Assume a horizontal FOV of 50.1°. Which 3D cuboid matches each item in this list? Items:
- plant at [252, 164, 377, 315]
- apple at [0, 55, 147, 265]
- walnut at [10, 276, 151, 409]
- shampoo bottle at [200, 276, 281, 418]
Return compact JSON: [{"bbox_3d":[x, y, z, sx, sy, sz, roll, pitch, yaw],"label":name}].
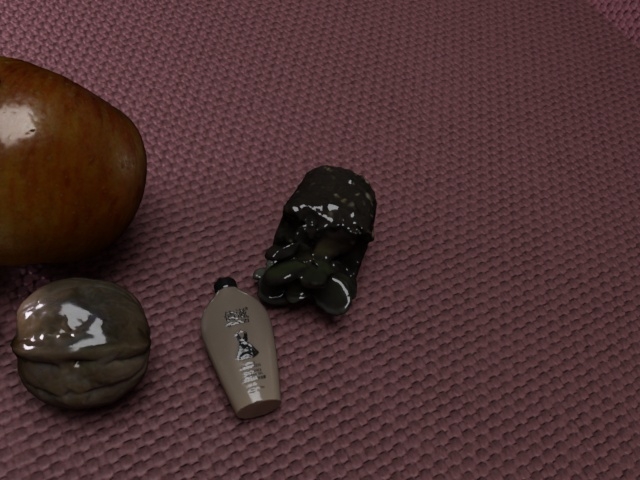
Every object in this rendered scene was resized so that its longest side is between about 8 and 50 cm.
[{"bbox_3d":[0.000,0.000,1.294,0.198,0.188,0.276,20,54,3],"label":"plant"},{"bbox_3d":[-0.508,-0.114,1.155,0.400,0.400,0.334,20,82,2],"label":"apple"},{"bbox_3d":[-0.383,0.164,1.098,0.224,0.224,0.224,6,55,-8],"label":"walnut"},{"bbox_3d":[-0.141,0.179,1.207,0.127,0.078,0.257,-12,57,-15],"label":"shampoo bottle"}]
